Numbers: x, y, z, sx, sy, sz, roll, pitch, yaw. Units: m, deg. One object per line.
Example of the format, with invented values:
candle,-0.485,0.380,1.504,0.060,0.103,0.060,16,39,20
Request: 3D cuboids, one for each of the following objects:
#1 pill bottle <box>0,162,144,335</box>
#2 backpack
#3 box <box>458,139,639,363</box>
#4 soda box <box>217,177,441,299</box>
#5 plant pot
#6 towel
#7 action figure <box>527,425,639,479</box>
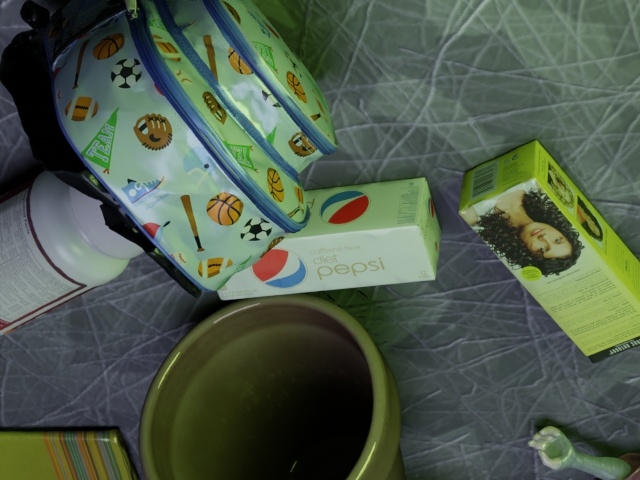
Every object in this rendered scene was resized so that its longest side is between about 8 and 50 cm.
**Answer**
pill bottle,-0.255,0.000,1.658,0.221,0.121,0.121,-26,124,30
backpack,-0.107,-0.092,1.445,0.213,0.263,0.276,-38,119,18
box,0.228,0.014,1.625,0.087,0.058,0.232,-26,124,31
soda box,0.000,0.000,1.647,0.216,0.069,0.074,-6,132,17
plant pot,-0.021,0.215,1.763,0.263,0.263,0.229,-9,150,18
towel,-0.328,0.250,1.987,0.237,0.021,0.102,-1,128,13
action figure,0.394,0.274,1.792,0.276,0.248,0.370,8,141,-37
